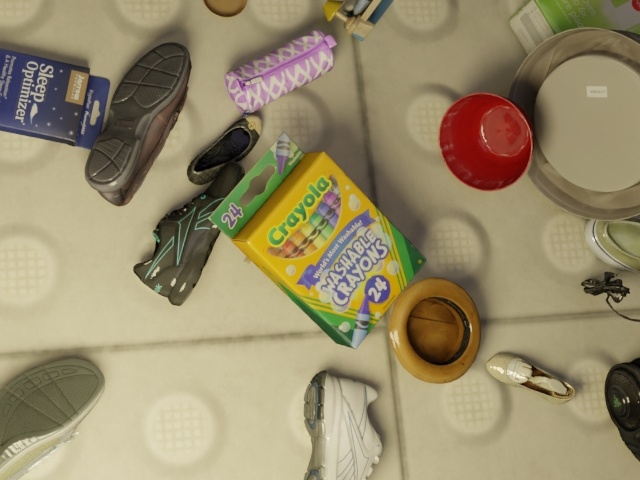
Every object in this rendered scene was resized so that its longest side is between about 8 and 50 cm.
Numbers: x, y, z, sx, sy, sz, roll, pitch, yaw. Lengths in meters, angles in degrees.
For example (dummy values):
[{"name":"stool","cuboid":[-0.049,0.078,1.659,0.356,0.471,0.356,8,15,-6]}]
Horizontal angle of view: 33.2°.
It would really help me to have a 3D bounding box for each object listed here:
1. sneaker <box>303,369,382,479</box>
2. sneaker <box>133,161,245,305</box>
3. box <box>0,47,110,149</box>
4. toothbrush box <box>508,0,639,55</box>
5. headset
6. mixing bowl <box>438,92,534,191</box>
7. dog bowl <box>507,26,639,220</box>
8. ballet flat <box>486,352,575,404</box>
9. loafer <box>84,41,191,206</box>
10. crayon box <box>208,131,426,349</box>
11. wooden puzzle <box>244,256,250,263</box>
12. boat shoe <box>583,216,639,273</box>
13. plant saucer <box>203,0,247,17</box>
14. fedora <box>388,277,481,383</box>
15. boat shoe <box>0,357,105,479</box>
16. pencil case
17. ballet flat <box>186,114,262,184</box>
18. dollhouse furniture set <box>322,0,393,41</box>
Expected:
[{"name":"sneaker","cuboid":[0.042,0.365,1.769,0.129,0.111,0.297,8,76,-20]},{"name":"sneaker","cuboid":[-0.213,-0.027,1.790,0.106,0.101,0.267,28,71,-4]},{"name":"box","cuboid":[-0.473,-0.239,1.801,0.225,0.036,0.136,11,75,-14]},{"name":"toothbrush box","cuboid":[0.543,-0.416,2.077,0.283,0.122,0.206,-28,86,-21]},{"name":"headset","cuboid":[0.609,0.241,1.959,0.243,0.185,0.394,-33,103,-16]},{"name":"mixing bowl","cuboid":[0.317,-0.188,1.952,0.181,0.181,0.098,58,37,3]},{"name":"dog bowl","cuboid":[0.508,-0.215,1.916,0.102,0.349,0.349,-28,85,-45]},{"name":"ballet flat","cuboid":[0.379,0.242,1.915,0.168,0.052,0.057,23,73,-9]},{"name":"loafer","cuboid":[-0.302,-0.197,1.822,0.109,0.095,0.302,16,66,20]},{"name":"crayon box","cuboid":[0.000,0.000,1.785,0.323,0.083,0.203,45,75,-19]},{"name":"wooden puzzle","cuboid":[-0.103,0.011,1.860,0.083,0.006,0.049,-38,89,-20]},{"name":"boat shoe","cuboid":[0.644,0.019,2.017,0.302,0.094,0.109,20,73,-10]},{"name":"plant saucer","cuboid":[-0.174,-0.438,1.938,0.083,0.015,0.083,4,76,-15]},{"name":"fedora","cuboid":[0.187,0.156,1.860,0.194,0.079,0.194,2,86,-30]},{"name":"boat shoe","cuboid":[-0.468,0.305,1.653,0.118,0.103,0.320,39,64,16]},{"name":"pencil case","cuboid":[-0.073,-0.299,1.897,0.206,0.088,0.086,-32,80,-21]},{"name":"ballet flat","cuboid":[-0.161,-0.156,1.859,0.057,0.049,0.173,46,70,-3]},{"name":"dollhouse furniture set","cuboid":[0.109,-0.559,1.901,0.198,0.286,0.303,36,59,-5]}]
